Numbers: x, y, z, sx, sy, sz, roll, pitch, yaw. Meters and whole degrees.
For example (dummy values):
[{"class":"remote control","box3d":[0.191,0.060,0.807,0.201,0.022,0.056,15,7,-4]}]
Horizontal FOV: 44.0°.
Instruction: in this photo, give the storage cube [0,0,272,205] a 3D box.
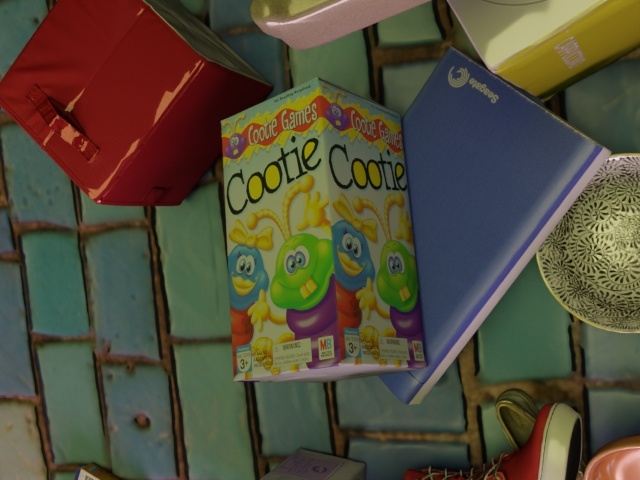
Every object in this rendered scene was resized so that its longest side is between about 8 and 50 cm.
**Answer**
[{"class":"storage cube","box3d":[-0.205,-0.168,0.897,0.184,0.215,0.193,44,103,12]}]

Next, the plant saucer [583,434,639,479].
[{"class":"plant saucer","box3d":[0.360,0.252,0.766,0.200,0.037,0.200,22,140,20]}]

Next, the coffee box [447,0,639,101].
[{"class":"coffee box","box3d":[0.225,-0.345,0.637,0.338,0.338,0.334,-31,85,21]}]

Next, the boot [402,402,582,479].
[{"class":"boot","box3d":[0.170,0.249,0.829,0.176,0.088,0.244,21,124,26]}]

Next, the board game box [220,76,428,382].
[{"class":"board game box","box3d":[0.000,0.000,0.812,0.144,0.142,0.275,-17,71,38]}]

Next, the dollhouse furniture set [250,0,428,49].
[{"class":"dollhouse furniture set","box3d":[0.092,-0.240,0.441,0.302,0.151,0.197,-16,89,22]}]

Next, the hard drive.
[{"class":"hard drive","box3d":[0.121,-0.018,0.834,0.210,0.040,0.318,47,112,37]}]

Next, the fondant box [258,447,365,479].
[{"class":"fondant box","box3d":[-0.043,0.433,0.881,0.096,0.238,0.330,8,99,22]}]

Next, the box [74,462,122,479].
[{"class":"box","box3d":[-0.290,0.365,1.084,0.136,0.028,0.081,23,104,16]}]

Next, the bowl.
[{"class":"bowl","box3d":[0.305,0.003,0.776,0.170,0.080,0.170,-1,89,30]}]

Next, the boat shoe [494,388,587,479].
[{"class":"boat shoe","box3d":[0.240,0.231,0.849,0.056,0.048,0.153,-36,82,21]}]
